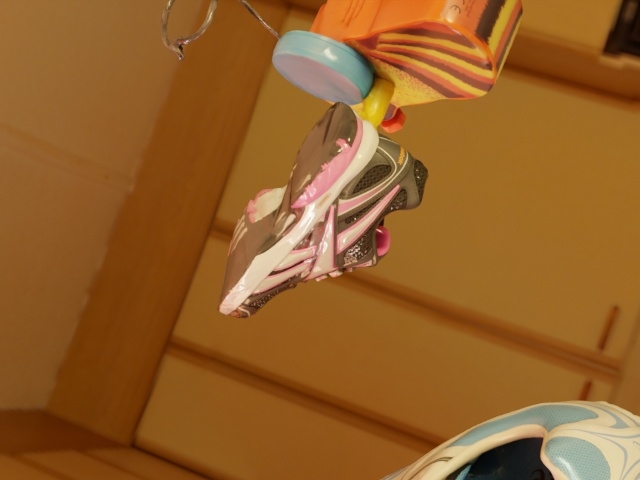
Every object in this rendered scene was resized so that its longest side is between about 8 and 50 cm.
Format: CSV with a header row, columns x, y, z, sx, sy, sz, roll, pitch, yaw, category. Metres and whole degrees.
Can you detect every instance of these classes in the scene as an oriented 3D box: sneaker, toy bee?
x,y,z,sx,sy,sz,roll,pitch,yaw,category
0.057,0.142,0.594,0.086,0.085,0.237,4,-32,-44,sneaker
0.043,-0.141,0.867,0.162,0.298,0.195,33,-85,-39,toy bee
0.000,0.000,0.731,0.178,0.077,0.072,-45,26,47,sneaker
